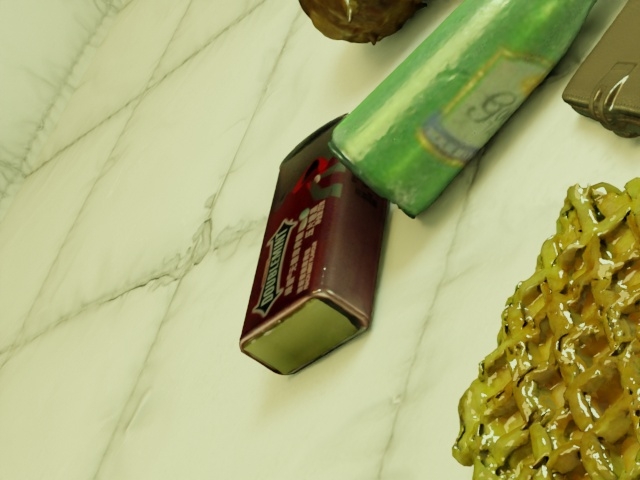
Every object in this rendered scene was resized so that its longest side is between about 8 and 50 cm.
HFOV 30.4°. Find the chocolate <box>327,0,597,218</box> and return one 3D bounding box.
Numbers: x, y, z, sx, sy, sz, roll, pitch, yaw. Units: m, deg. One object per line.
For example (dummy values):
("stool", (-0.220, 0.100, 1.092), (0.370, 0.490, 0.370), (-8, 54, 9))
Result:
("chocolate", (0.138, -0.151, 0.947), (0.291, 0.110, 0.110), (-46, 25, 11))

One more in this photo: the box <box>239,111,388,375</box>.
("box", (0.000, 0.000, 1.031), (0.120, 0.069, 0.224), (-33, 32, 38))

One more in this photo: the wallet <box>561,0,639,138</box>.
("wallet", (0.231, -0.124, 0.808), (0.118, 0.038, 0.153), (-50, 20, 3))

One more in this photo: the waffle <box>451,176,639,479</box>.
("waffle", (0.176, 0.052, 0.658), (0.254, 0.052, 0.245), (-7, 53, 61))

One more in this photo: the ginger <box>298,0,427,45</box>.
("ginger", (0.101, -0.324, 1.153), (0.418, 0.176, 0.254), (-19, 45, 60))
